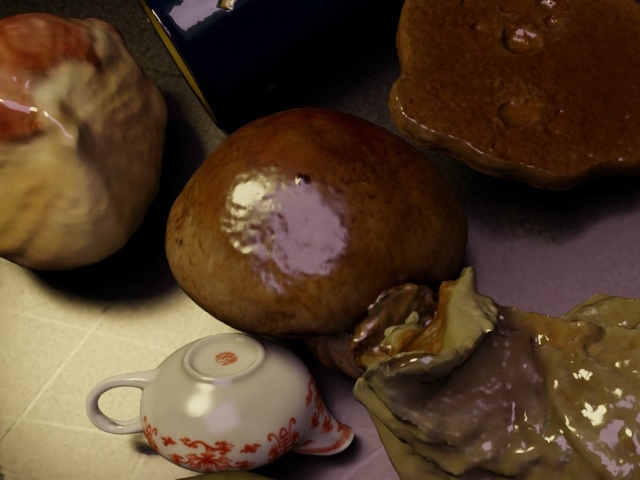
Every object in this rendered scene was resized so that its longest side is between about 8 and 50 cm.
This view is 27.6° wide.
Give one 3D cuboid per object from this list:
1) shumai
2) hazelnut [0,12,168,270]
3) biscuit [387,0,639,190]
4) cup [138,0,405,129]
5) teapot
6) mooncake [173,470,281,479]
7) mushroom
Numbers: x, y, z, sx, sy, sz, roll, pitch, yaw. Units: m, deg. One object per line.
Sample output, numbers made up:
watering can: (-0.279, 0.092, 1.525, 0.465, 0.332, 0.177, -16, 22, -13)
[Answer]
shumai: (0.137, 0.168, 1.031, 0.262, 0.267, 0.314, 14, 102, -20)
hazelnut: (-0.266, -0.097, 1.262, 0.261, 0.241, 0.261, 5, 81, -32)
biscuit: (0.205, -0.161, 1.253, 0.273, 0.049, 0.257, 11, 59, 0)
cup: (-0.063, -0.285, 1.325, 0.256, 0.178, 0.255, -33, 69, -5)
teapot: (-0.097, 0.147, 1.193, 0.246, 0.116, 0.159, 1, 43, 14)
mooncake: (-0.074, 0.340, 1.104, 0.284, 0.155, 0.284, -3, 69, 8)
mushroom: (0.009, -0.002, 1.193, 0.263, 0.195, 0.283, -32, 76, -40)
